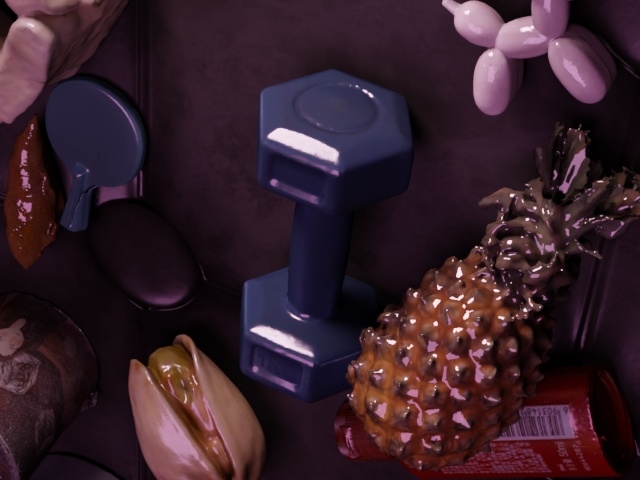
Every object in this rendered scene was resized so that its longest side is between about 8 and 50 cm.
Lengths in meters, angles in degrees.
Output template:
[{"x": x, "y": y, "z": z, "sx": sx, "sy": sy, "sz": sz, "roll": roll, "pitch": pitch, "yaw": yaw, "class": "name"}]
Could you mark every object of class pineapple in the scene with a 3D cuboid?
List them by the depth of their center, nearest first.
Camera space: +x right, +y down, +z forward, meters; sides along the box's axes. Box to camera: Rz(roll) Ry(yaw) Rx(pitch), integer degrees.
[{"x": 0.170, "y": 0.056, "z": 1.455, "sx": 0.175, "sy": 0.175, "sz": 0.361, "roll": 41, "pitch": 115, "yaw": -1, "class": "pineapple"}]

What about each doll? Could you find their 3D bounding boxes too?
[{"x": 0.180, "y": -0.187, "z": 1.331, "sx": 0.161, "sy": 0.059, "sz": 0.160, "roll": -6, "pitch": 121, "yaw": 37, "class": "doll"}]

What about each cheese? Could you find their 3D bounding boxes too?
[{"x": -0.337, "y": -0.279, "z": 1.528, "sx": 0.292, "sy": 0.153, "sz": 0.332, "roll": -13, "pitch": 116, "yaw": 39, "class": "cheese"}]

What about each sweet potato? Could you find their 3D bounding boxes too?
[{"x": -0.317, "y": -0.054, "z": 1.761, "sx": 0.068, "sy": 0.060, "sz": 0.206, "roll": -3, "pitch": 129, "yaw": -10, "class": "sweet potato"}]

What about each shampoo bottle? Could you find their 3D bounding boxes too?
[{"x": 0.160, "y": 0.188, "z": 1.618, "sx": 0.314, "sy": 0.076, "sz": 0.118, "roll": -8, "pitch": 119, "yaw": 37, "class": "shampoo bottle"}]

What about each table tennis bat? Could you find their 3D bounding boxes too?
[{"x": -0.248, "y": -0.087, "z": 1.705, "sx": 0.124, "sy": 0.033, "sz": 0.201, "roll": 31, "pitch": 132, "yaw": 12, "class": "table tennis bat"}]

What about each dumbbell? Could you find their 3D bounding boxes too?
[{"x": 0.000, "y": 0.000, "z": 1.532, "sx": 0.144, "sy": 0.160, "sz": 0.325, "roll": 1, "pitch": 130, "yaw": -6, "class": "dumbbell"}]

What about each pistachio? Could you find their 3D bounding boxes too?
[{"x": -0.140, "y": 0.213, "z": 1.798, "sx": 0.144, "sy": 0.144, "sz": 0.215, "roll": -14, "pitch": 105, "yaw": 39, "class": "pistachio"}]

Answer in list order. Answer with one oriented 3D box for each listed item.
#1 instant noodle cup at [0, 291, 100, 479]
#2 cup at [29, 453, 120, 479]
[{"x": -0.386, "y": 0.187, "z": 1.881, "sx": 0.217, "sy": 0.207, "sz": 0.217, "roll": 17, "pitch": 130, "yaw": 21, "class": "instant noodle cup"}, {"x": -0.340, "y": 0.486, "z": 1.996, "sx": 0.323, "sy": 0.327, "sz": 0.237, "roll": 40, "pitch": 135, "yaw": -2, "class": "cup"}]
